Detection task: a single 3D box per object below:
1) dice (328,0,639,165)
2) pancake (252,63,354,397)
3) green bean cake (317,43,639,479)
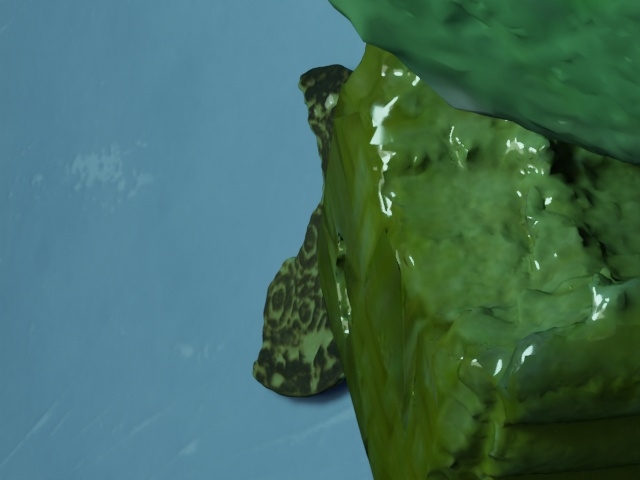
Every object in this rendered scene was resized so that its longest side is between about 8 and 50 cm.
[{"bbox_3d":[0.148,-0.232,0.647,0.322,0.318,0.330,-11,44,50],"label":"dice"},{"bbox_3d":[0.000,0.000,1.146,0.190,0.020,0.184,-57,41,29],"label":"pancake"},{"bbox_3d":[0.084,0.016,0.860,0.233,0.124,0.236,100,160,-49],"label":"green bean cake"}]
